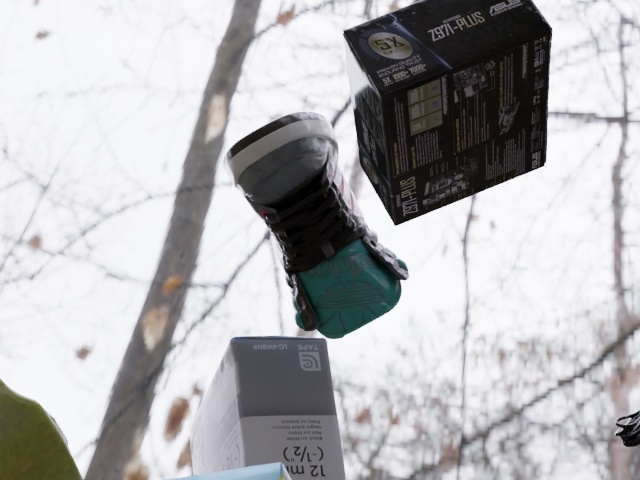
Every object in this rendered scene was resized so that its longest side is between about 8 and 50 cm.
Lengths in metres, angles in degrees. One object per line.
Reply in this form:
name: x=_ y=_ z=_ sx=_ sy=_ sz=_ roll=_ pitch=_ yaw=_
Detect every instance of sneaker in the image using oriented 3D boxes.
sneaker: x=0.000 y=0.000 z=1.332 sx=0.124 sy=0.178 sz=0.295 roll=-29 pitch=-16 yaw=3

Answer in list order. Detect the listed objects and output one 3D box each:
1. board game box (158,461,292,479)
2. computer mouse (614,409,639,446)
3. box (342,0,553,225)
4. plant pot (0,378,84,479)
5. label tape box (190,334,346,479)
board game box: x=-0.079 y=0.311 z=0.956 sx=0.144 sy=0.275 sz=0.142 roll=-11 pitch=-47 yaw=17
computer mouse: x=0.354 y=0.120 z=1.325 sx=0.042 sy=0.106 sz=0.193 roll=48 pitch=-40 yaw=22
box: x=0.106 y=-0.113 z=1.150 sx=0.147 sy=0.077 sz=0.180 roll=-23 pitch=-33 yaw=-7
plant pot: x=-0.265 y=0.148 z=0.691 sx=0.276 sy=0.254 sz=0.276 roll=38 pitch=-29 yaw=25
label tape box: x=-0.054 y=0.307 z=1.480 sx=0.115 sy=0.347 sz=0.249 roll=3 pitch=-30 yaw=-16
